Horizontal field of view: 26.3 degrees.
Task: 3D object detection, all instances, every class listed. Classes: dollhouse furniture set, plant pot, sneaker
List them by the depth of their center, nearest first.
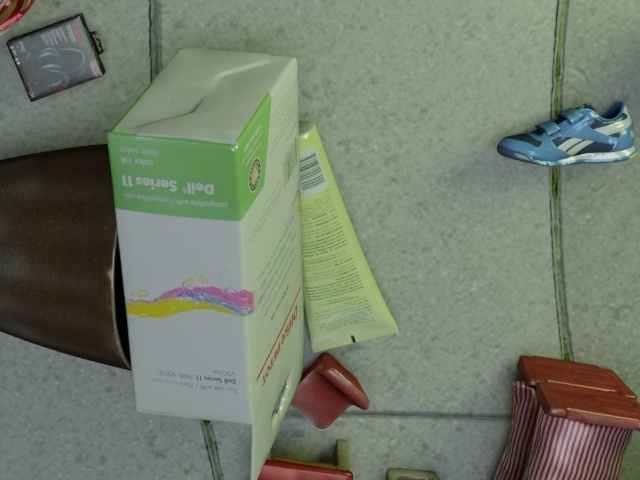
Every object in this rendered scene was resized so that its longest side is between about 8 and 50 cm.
[{"bbox_3d":[-0.268,0.007,1.290,0.230,0.215,0.215,4,106,10],"label":"plant pot"},{"bbox_3d":[0.244,-0.107,1.365,0.144,0.053,0.059,-6,107,-12],"label":"sneaker"},{"bbox_3d":[0.125,0.222,1.396,0.374,0.152,0.201,8,105,-7],"label":"dollhouse furniture set"}]

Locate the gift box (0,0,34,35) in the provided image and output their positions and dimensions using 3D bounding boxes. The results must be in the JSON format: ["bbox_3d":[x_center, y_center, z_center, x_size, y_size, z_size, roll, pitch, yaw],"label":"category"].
[{"bbox_3d":[-0.403,-0.214,1.169,0.258,0.276,0.255,38,105,-15],"label":"gift box"}]

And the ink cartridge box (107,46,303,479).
[{"bbox_3d":[-0.095,0.025,1.263,0.119,0.207,0.353,5,120,12],"label":"ink cartridge box"}]

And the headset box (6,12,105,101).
[{"bbox_3d":[-0.248,-0.177,1.312,0.083,0.032,0.062,-19,107,2],"label":"headset box"}]

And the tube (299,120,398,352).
[{"bbox_3d":[0.000,0.000,1.376,0.062,0.070,0.240,-34,115,-35],"label":"tube"}]
